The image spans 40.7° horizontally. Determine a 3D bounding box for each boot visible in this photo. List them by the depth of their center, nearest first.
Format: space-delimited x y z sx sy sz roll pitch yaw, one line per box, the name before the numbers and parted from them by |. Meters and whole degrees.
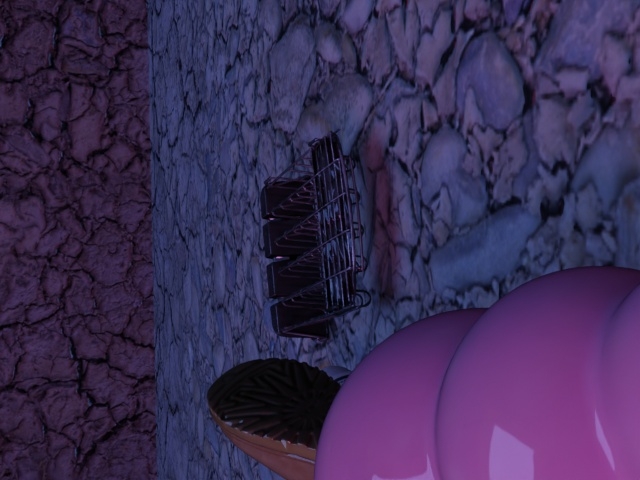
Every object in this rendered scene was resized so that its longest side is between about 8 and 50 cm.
boot | 0.018 0.248 0.709 0.236 0.089 0.270 16 127 43

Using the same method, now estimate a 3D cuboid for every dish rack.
dish rack | 0.000 0.000 0.963 0.271 0.074 0.208 148 117 -66

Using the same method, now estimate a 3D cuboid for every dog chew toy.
dog chew toy | 0.132 0.108 0.429 0.332 0.206 0.207 -44 51 55

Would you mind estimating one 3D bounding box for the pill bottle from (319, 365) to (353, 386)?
pill bottle | 0.038 0.183 0.834 0.169 0.094 0.094 -147 57 -67
